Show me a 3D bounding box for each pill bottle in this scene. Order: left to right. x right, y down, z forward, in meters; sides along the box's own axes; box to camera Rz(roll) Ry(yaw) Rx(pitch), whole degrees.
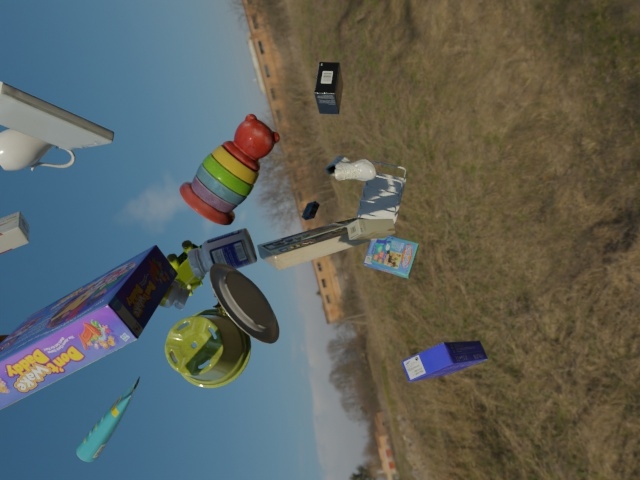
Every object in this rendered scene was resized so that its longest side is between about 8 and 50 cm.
[{"bbox_3d":[-0.350,0.110,1.053,0.065,0.116,0.065,-60,13,24],"label":"pill bottle"},{"bbox_3d":[-0.294,0.042,1.430,0.112,0.186,0.112,162,90,-87],"label":"pill bottle"}]

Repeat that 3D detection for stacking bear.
[{"bbox_3d":[-0.233,-0.199,1.290,0.175,0.289,0.164,36,-170,-14],"label":"stacking bear"}]

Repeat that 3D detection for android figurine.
[{"bbox_3d":[-0.556,0.127,1.996,0.248,0.056,0.273,-48,-28,-33],"label":"android figurine"}]

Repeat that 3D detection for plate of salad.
[{"bbox_3d":[-0.157,0.130,0.962,0.200,0.048,0.200,48,-168,-14],"label":"plate of salad"}]

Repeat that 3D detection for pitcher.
[{"bbox_3d":[-0.918,-0.286,1.530,0.125,0.207,0.178,23,141,52],"label":"pitcher"}]

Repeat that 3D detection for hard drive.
[{"bbox_3d":[-0.745,-0.319,1.266,0.307,0.202,0.040,22,-111,-60],"label":"hard drive"}]

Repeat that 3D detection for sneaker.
[{"bbox_3d":[0.115,-0.268,1.893,0.232,0.115,0.091,15,129,42],"label":"sneaker"}]

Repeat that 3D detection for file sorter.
[{"bbox_3d":[0.290,-0.212,2.284,0.173,0.192,0.278,65,-141,-76],"label":"file sorter"}]

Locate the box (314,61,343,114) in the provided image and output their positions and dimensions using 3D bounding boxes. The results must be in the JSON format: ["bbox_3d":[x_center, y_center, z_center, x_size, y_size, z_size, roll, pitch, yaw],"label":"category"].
[{"bbox_3d":[0.038,-0.646,2.031,0.158,0.093,0.156,65,-148,-71],"label":"box"}]

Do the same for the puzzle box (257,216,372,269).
[{"bbox_3d":[0.000,0.000,1.679,0.272,0.408,0.052,-161,56,-68],"label":"puzzle box"}]

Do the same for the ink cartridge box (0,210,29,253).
[{"bbox_3d":[-1.172,-0.028,1.785,0.175,0.127,0.072,39,150,52],"label":"ink cartridge box"}]

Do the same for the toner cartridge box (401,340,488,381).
[{"bbox_3d":[0.432,0.408,1.632,0.347,0.165,0.075,15,-130,-52],"label":"toner cartridge box"}]

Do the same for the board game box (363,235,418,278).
[{"bbox_3d":[0.316,0.064,2.134,0.047,0.210,0.160,55,-126,-67],"label":"board game box"}]

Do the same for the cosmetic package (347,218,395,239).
[{"bbox_3d":[0.135,-0.030,1.264,0.060,0.115,0.041,-33,64,59],"label":"cosmetic package"}]

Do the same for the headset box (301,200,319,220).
[{"bbox_3d":[-0.045,-0.128,2.109,0.032,0.062,0.083,36,-116,-27],"label":"headset box"}]

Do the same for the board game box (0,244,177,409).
[{"bbox_3d":[-0.462,0.161,0.899,0.078,0.347,0.233,58,-167,-20],"label":"board game box"}]

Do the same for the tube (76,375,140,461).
[{"bbox_3d":[-0.472,0.406,1.077,0.052,0.207,0.080,35,-172,-19],"label":"tube"}]

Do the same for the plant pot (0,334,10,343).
[{"bbox_3d":[-1.098,0.450,1.526,0.291,0.290,0.204,66,-178,-78],"label":"plant pot"}]

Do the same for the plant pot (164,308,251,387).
[{"bbox_3d":[-0.385,0.351,1.574,0.254,0.275,0.276,87,170,-76],"label":"plant pot"}]
